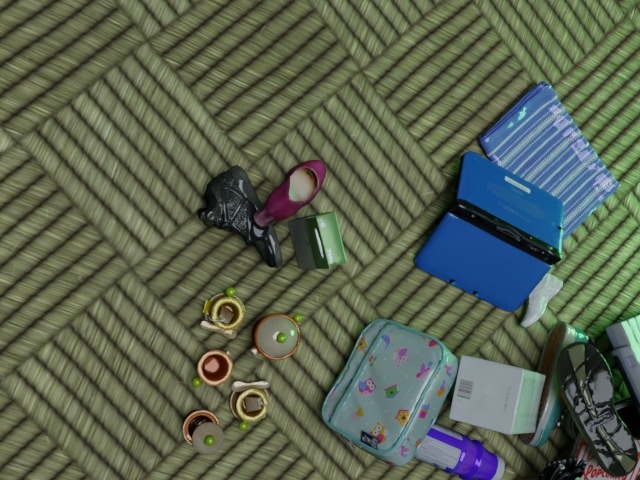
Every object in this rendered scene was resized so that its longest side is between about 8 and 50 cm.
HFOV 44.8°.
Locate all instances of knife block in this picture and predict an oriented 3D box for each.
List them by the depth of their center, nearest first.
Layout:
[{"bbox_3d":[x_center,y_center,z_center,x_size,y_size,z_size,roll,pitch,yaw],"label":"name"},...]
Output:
[{"bbox_3d":[0.546,0.615,1.726,0.088,0.242,0.275,-6,90,-17],"label":"knife block"}]

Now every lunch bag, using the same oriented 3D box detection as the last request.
[{"bbox_3d":[0.137,0.313,1.624,0.279,0.224,0.108,-58,142,-14],"label":"lunch bag"}]

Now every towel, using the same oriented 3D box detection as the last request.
[{"bbox_3d":[0.554,-0.186,1.865,0.243,0.040,0.336,-41,100,-14],"label":"towel"}]

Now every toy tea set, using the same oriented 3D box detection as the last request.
[{"bbox_3d":[-0.164,0.272,1.570,0.200,0.124,0.336,16,83,-17],"label":"toy tea set"}]

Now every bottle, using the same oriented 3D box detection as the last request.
[{"bbox_3d":[0.272,0.458,1.709,0.283,0.118,0.092,26,80,-16],"label":"bottle"}]

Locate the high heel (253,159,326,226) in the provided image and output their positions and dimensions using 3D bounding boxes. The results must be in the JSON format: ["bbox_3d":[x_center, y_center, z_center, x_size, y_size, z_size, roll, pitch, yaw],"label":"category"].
[{"bbox_3d":[-0.036,-0.116,1.592,0.244,0.117,0.082,-38,96,-44],"label":"high heel"}]

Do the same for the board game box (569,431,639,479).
[{"bbox_3d":[0.647,0.535,1.795,0.147,0.045,0.193,9,117,3],"label":"board game box"}]

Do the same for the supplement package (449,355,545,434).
[{"bbox_3d":[0.386,0.335,1.675,0.244,0.134,0.139,26,76,-61],"label":"supplement package"}]

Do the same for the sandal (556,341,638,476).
[{"bbox_3d":[0.602,0.377,1.729,0.120,0.086,0.302,-17,83,-6],"label":"sandal"}]

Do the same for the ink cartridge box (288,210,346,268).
[{"bbox_3d":[0.000,0.000,1.588,0.062,0.209,0.109,-14,92,-17],"label":"ink cartridge box"}]

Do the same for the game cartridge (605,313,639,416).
[{"bbox_3d":[0.809,0.345,1.832,0.230,0.068,0.355,-10,73,-38],"label":"game cartridge"}]

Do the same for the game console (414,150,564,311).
[{"bbox_3d":[0.394,-0.019,1.798,0.293,0.173,0.250,26,55,-16],"label":"game console"}]

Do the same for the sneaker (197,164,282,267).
[{"bbox_3d":[-0.171,-0.029,1.602,0.130,0.087,0.227,-30,94,-15],"label":"sneaker"}]

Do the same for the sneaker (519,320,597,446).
[{"bbox_3d":[0.564,0.348,1.812,0.121,0.108,0.302,25,79,-11],"label":"sneaker"}]

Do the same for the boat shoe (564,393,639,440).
[{"bbox_3d":[0.756,0.436,1.864,0.335,0.119,0.121,-9,91,-18],"label":"boat shoe"}]

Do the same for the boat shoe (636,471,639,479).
[{"bbox_3d":[0.775,0.548,1.890,0.233,0.079,0.084,13,86,-16],"label":"boat shoe"}]

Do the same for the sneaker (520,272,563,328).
[{"bbox_3d":[0.508,0.141,1.837,0.061,0.053,0.152,37,74,2],"label":"sneaker"}]
